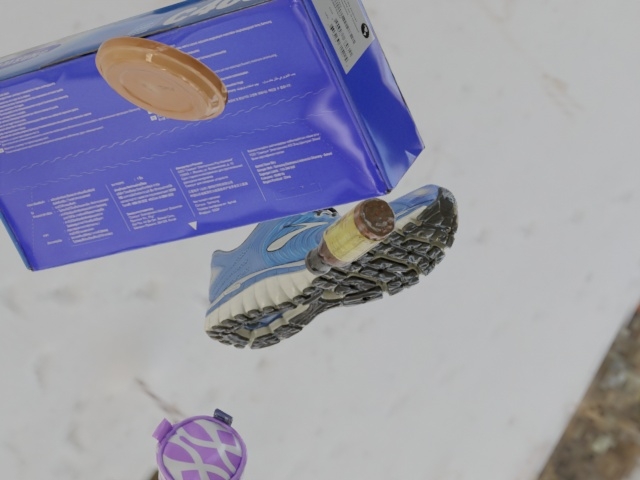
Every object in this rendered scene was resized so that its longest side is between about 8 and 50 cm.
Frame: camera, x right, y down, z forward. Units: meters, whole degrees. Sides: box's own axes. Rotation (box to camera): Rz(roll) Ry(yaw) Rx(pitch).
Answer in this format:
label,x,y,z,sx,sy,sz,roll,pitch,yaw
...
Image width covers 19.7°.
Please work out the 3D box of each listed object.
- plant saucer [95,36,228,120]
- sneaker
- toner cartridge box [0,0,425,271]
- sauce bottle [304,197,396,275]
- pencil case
label,x,y,z,sx,sy,sz,roll,pitch,yaw
plant saucer,-0.097,-0.095,1.110,0.083,0.083,0.013,50,53,-53
sneaker,0.000,0.000,2.070,0.330,0.147,0.130,-23,151,24
toner cartridge box,-0.110,-0.089,1.391,0.075,0.348,0.165,-50,122,-51
sauce bottle,0.023,0.000,1.697,0.042,0.042,0.128,-31,177,-36
pencil case,-0.121,0.239,1.687,0.206,0.088,0.086,104,10,-51
